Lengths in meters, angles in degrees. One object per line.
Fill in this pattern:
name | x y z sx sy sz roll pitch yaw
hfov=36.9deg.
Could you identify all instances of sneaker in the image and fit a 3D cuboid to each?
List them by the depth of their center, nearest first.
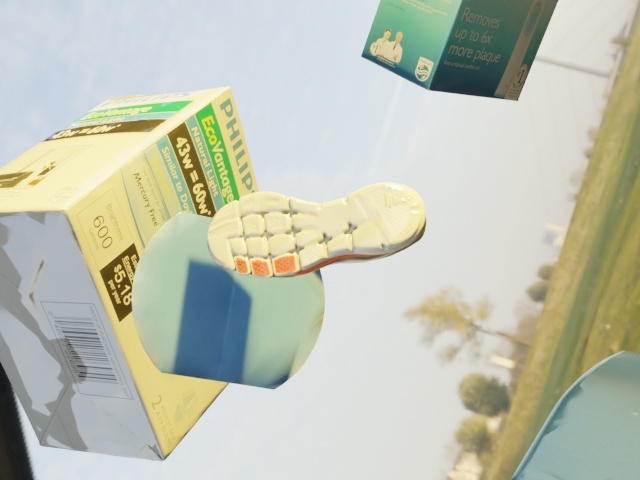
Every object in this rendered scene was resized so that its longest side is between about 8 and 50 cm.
sneaker | 0.000 0.000 0.666 0.065 0.157 0.061 36 -128 -68

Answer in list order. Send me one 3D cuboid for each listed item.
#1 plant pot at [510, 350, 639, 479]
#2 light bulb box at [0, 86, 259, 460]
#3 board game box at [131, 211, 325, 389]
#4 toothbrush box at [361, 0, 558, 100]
plant pot | 0.257 0.200 0.747 0.234 0.165 0.166 -43 -43 -52
light bulb box | -0.244 0.030 1.263 0.361 0.225 0.358 -50 -49 -49
board game box | -0.080 0.053 0.816 0.033 0.168 0.133 165 114 -67
toothbrush box | 0.204 -0.339 1.210 0.216 0.126 0.296 -3 -61 -49
